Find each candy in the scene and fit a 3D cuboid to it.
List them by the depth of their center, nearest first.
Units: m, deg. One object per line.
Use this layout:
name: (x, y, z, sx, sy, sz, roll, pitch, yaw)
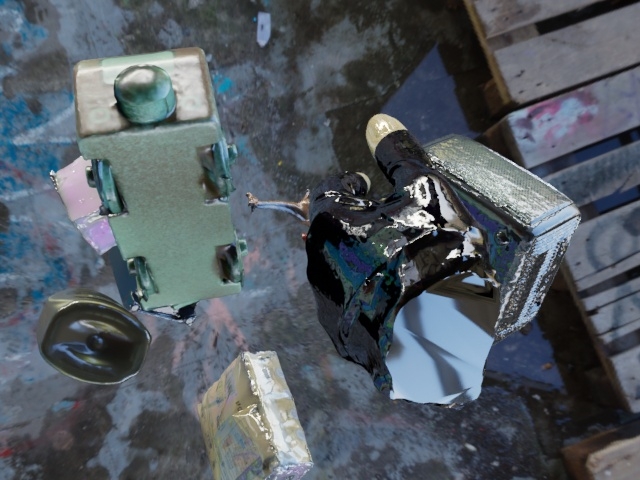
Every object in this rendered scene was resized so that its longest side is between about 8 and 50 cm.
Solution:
candy: (-0.484, -0.101, 1.489, 0.156, 0.265, 0.115, -35, 131, -10)

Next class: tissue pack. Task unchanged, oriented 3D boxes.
tissue pack: (-0.136, 0.366, 1.276, 0.123, 0.215, 0.256, 15, 37, -34)

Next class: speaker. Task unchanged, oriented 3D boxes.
speaker: (-0.367, 0.038, 1.635, 0.184, 0.254, 0.232, 19, 113, -38)

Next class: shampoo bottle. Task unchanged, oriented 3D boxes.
shampoo bottle: (-0.289, 0.108, 0.853, 0.126, 0.350, 0.084, 24, 81, -19)

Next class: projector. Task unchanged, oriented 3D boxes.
projector: (0.374, -0.003, 1.683, 0.242, 0.395, 0.405, -23, 49, -35)

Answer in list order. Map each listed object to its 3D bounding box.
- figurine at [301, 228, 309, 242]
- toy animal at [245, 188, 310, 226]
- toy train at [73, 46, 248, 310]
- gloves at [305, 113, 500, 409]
figurine: (0.000, 0.000, 1.726, 0.071, 0.067, 0.083, -31, 96, 20)
toy animal: (-0.057, -0.081, 1.663, 0.224, 0.229, 0.066, 36, 124, 1)
toy train: (-0.147, -0.057, 0.660, 0.129, 0.326, 0.159, -12, 58, -10)
gloves: (0.062, 0.002, 0.595, 0.153, 0.301, 0.197, 7, 113, 1)
